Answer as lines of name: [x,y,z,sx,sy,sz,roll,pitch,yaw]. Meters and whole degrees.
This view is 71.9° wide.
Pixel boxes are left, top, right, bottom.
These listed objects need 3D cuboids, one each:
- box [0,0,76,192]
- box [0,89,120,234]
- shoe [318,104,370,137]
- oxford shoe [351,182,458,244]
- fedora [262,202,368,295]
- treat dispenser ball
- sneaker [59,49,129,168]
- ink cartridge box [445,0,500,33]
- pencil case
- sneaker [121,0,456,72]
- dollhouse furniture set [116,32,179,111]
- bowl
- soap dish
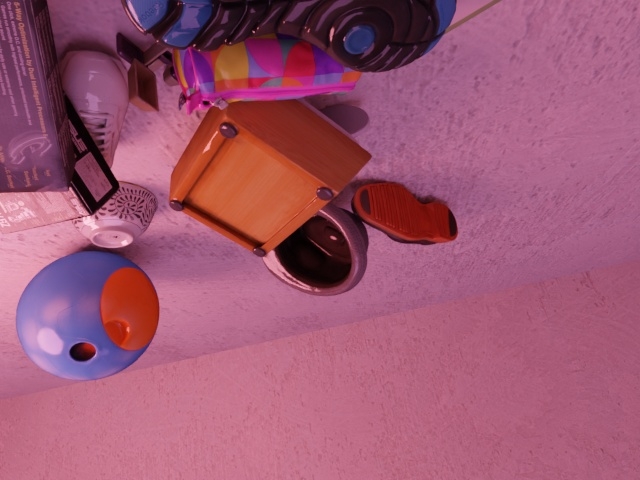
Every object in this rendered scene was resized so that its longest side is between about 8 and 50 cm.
box: [-0.362,-0.185,0.360,0.243,0.076,0.307,-4,127,-19]
box: [-0.370,-0.110,0.548,0.147,0.077,0.180,-10,123,14]
shoe: [-0.001,-0.174,0.755,0.178,0.063,0.081,-10,159,10]
oxford shoe: [0.186,-0.041,1.069,0.364,0.130,0.133,15,155,-41]
fedora: [0.000,0.000,1.016,0.275,0.243,0.124,4,-156,33]
treat dispenser ball: [-0.516,0.167,0.998,0.288,0.288,0.288,-10,157,-4]
sneaker: [-0.312,-0.153,0.609,0.090,0.094,0.235,3,152,-27]
ink cartridge box: [0.155,-0.339,0.451,0.171,0.056,0.235,-23,153,25]
pencil case: [-0.059,-0.211,0.529,0.236,0.104,0.104,-17,161,-25]
sneaker: [-0.017,-0.266,0.443,0.341,0.139,0.125,-1,146,-23]
dollhouse furniture set: [-0.179,-0.204,0.532,0.081,0.114,0.091,-26,151,20]
bowl: [-0.401,-0.037,0.851,0.170,0.080,0.170,-11,157,-5]
soap dish: [-0.100,-0.102,0.699,0.229,0.118,0.291,32,141,-19]
